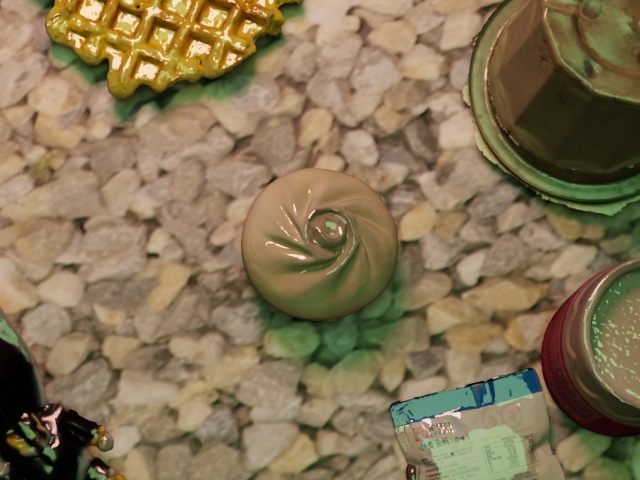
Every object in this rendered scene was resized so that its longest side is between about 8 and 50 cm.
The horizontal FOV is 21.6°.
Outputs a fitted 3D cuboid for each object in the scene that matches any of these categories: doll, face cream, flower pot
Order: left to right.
[{"bbox_3d":[-0.334,0.175,1.771,0.316,0.103,0.145,45,98,-3],"label":"doll"},{"bbox_3d":[0.313,-0.195,1.800,0.290,0.259,0.290,1,78,-4],"label":"flower pot"},{"bbox_3d":[0.334,0.113,1.771,0.175,0.195,0.175,1,77,-3],"label":"face cream"}]

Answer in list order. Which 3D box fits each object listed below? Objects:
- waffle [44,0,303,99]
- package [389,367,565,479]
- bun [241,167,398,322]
[{"bbox_3d":[-0.182,-0.319,1.901,0.307,0.060,0.312,-32,84,-9],"label":"waffle"},{"bbox_3d":[0.176,0.239,1.824,0.171,0.027,0.173,-13,79,-2],"label":"package"},{"bbox_3d":[0.000,0.000,1.816,0.173,0.120,0.172,1,77,-4],"label":"bun"}]
